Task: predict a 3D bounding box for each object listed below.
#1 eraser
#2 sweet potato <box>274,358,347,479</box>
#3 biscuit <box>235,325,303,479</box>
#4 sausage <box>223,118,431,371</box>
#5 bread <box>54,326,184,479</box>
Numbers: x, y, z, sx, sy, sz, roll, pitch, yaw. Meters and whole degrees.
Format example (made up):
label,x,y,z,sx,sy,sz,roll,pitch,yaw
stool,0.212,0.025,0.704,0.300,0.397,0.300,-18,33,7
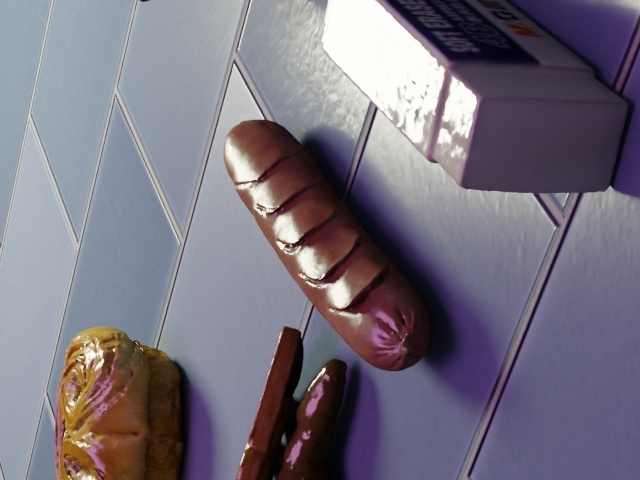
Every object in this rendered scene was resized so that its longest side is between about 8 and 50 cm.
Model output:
label,x,y,z,sx,sy,sz,roll,pitch,yaw
eraser,0.107,-0.126,1.413,0.279,0.124,0.081,-129,46,-55
sweet potato,-0.017,0.236,1.741,0.075,0.074,0.269,22,99,65
biscuit,-0.058,0.204,1.813,0.183,0.043,0.280,-79,8,-68
sausage,0.002,0.001,1.703,0.433,0.087,0.088,-126,43,-55
bread,-0.237,0.217,2.182,0.198,0.120,0.236,-170,83,-65
